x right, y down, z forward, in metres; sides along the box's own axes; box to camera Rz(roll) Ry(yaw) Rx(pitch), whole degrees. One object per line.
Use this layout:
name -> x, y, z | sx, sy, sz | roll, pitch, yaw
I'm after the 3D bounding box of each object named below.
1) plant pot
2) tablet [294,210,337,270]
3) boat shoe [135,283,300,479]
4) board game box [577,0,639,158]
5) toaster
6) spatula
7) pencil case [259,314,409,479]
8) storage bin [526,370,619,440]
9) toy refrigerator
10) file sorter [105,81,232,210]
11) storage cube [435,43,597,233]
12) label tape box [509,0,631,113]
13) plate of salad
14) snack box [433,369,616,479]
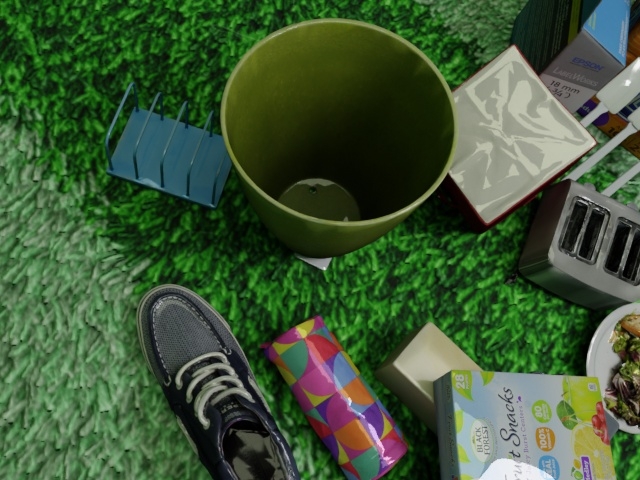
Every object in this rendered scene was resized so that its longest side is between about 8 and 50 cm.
plant pot -> 0.011, -0.091, 0.900 | 0.275, 0.293, 0.274 | 2, 68, -5
tablet -> 0.000, 0.000, 1.027 | 0.054, 0.006, 0.083 | 27, 67, -1
boat shoe -> -0.129, 0.190, 0.852 | 0.127, 0.158, 0.340 | -30, 80, -20
board game box -> 0.711, -0.322, 1.100 | 0.357, 0.356, 0.356 | 38, 69, 3
toaster -> 0.411, 0.013, 1.045 | 0.168, 0.110, 0.185 | 25, 75, -3
spatula -> 0.467, -0.147, 1.079 | 0.168, 0.019, 0.242 | 42, 106, -12
pencil case -> 0.019, 0.213, 0.912 | 0.104, 0.104, 0.236 | -31, 78, -20
storage bin -> 0.351, 0.255, 0.966 | 0.135, 0.091, 0.098 | 44, 69, 6
toy refrigerator -> 0.212, 0.240, 0.937 | 0.269, 0.102, 0.094 | 43, 68, 6
file sorter -> -0.213, -0.139, 0.979 | 0.170, 0.104, 0.118 | 19, 69, -5
storage cube -> 0.259, -0.136, 0.995 | 0.215, 0.193, 0.183 | -37, 81, 7
label tape box -> 0.411, -0.350, 1.058 | 0.106, 0.333, 0.240 | 17, 69, -5
plate of salad -> 0.495, 0.195, 1.021 | 0.200, 0.048, 0.199 | 1, 86, -18
snack box -> 0.255, 0.258, 0.841 | 0.207, 0.070, 0.174 | 4, 64, -10
